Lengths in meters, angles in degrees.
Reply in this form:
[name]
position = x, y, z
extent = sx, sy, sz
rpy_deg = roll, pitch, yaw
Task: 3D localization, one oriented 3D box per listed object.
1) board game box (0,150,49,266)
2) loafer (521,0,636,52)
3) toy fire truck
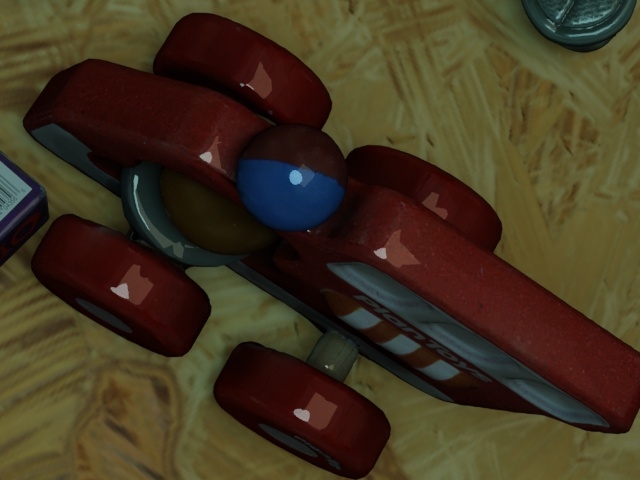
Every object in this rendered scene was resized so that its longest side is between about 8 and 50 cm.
[board game box]
position = -0.323, 0.036, 0.928
extent = 0.208, 0.056, 0.347
rpy_deg = 42, 73, 7
[loafer]
position = 0.144, -0.244, 1.171
extent = 0.096, 0.084, 0.267
rpy_deg = -3, 85, 8
[toy fire truck]
position = 0.000, 0.000, 0.993
extent = 0.302, 0.254, 0.169
rpy_deg = 35, 75, -18
